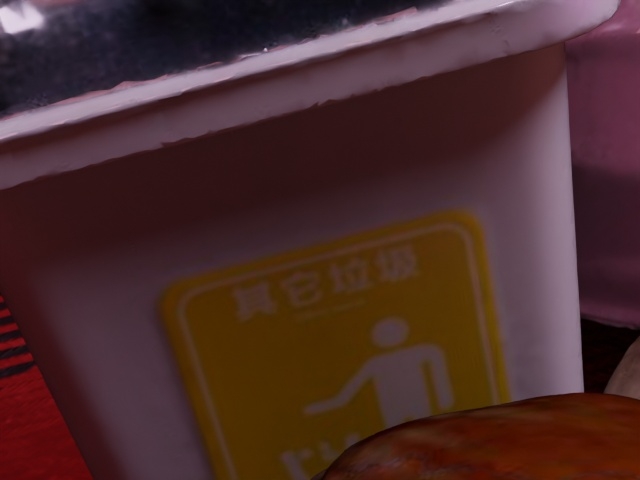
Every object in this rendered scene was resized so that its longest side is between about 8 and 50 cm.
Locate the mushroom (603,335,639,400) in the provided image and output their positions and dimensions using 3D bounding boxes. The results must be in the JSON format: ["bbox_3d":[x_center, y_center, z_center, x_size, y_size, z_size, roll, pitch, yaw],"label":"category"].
[{"bbox_3d":[0.219,0.060,0.508,0.206,0.209,0.206,9,14,-2],"label":"mushroom"}]

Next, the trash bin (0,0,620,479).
[{"bbox_3d":[-0.011,0.004,0.544,0.256,0.368,0.296,-16,27,-2],"label":"trash bin"}]

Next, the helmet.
[{"bbox_3d":[0.217,-0.091,0.723,0.271,0.197,0.338,11,34,6],"label":"helmet"}]

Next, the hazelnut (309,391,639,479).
[{"bbox_3d":[0.055,0.157,0.363,0.251,0.217,0.217,-41,25,5],"label":"hazelnut"}]
